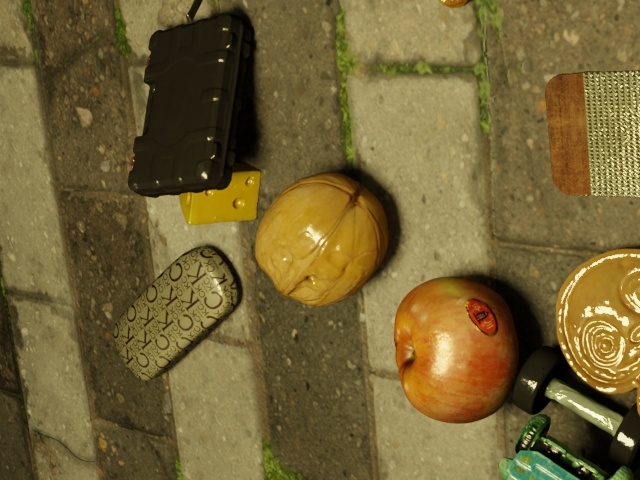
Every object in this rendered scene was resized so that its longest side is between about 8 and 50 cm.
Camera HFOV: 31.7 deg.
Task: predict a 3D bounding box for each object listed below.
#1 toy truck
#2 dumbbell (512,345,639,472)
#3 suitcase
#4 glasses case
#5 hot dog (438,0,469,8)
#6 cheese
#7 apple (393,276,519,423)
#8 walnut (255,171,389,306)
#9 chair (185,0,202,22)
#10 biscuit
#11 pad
[{"bbox_3d":[0.323,0.359,1.538,0.155,0.156,0.279,31,166,25],"label":"toy truck"},{"bbox_3d":[0.366,0.230,1.549,0.191,0.100,0.100,31,123,29],"label":"dumbbell"},{"bbox_3d":[-0.212,-0.215,1.825,0.206,0.066,0.286,-4,74,40],"label":"suitcase"},{"bbox_3d":[-0.271,0.138,2.067,0.354,0.085,0.137,-42,78,40],"label":"glasses case"},{"bbox_3d":[0.195,-0.417,1.497,0.066,0.047,0.216,11,119,-2],"label":"hot dog"},{"bbox_3d":[-0.200,-0.104,1.937,0.171,0.126,0.093,37,128,50],"label":"cheese"},{"bbox_3d":[0.190,0.154,1.607,0.209,0.164,0.210,-178,90,-80],"label":"apple"},{"bbox_3d":[0.000,0.000,1.725,0.225,0.193,0.193,-40,79,41],"label":"walnut"},{"bbox_3d":[-0.120,-0.470,1.668,0.158,0.247,0.172,-5,126,42],"label":"chair"},{"bbox_3d":[0.431,0.136,1.454,0.202,0.044,0.289,-51,62,19],"label":"biscuit"},{"bbox_3d":[0.378,-0.204,1.412,0.250,0.055,0.323,4,125,40],"label":"pad"}]
